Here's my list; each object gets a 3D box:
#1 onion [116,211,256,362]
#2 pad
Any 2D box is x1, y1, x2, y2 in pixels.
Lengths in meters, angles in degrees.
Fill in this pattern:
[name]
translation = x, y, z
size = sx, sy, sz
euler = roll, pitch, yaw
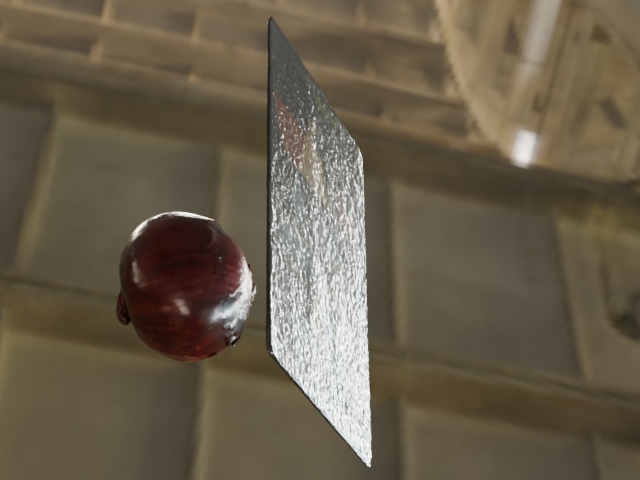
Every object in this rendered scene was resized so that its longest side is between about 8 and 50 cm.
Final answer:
[onion]
translation = -0.118, 0.042, 1.518
size = 0.131, 0.131, 0.131
euler = 12, -161, -4
[pad]
translation = 0.000, 0.000, 0.940
size = 0.003, 0.143, 0.211
euler = -14, -126, 17
